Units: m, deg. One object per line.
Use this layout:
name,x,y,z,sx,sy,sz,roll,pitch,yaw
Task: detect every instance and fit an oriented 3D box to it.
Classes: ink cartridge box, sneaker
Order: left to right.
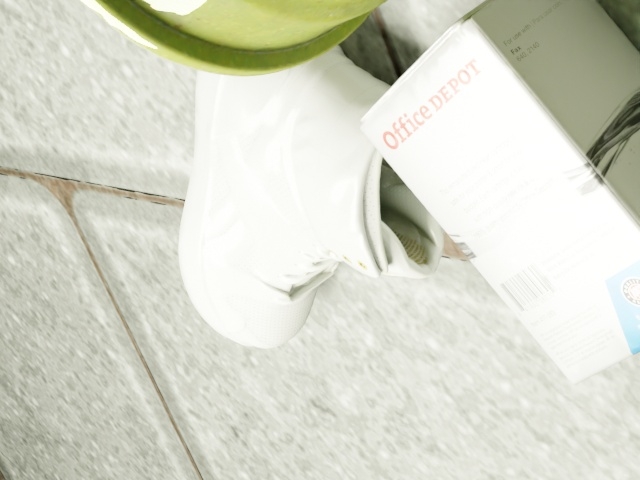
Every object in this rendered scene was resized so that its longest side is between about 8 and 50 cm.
sneaker,0.000,0.000,1.076,0.169,0.108,0.292,37,146,29
ink cartridge box,0.130,-0.033,0.886,0.190,0.082,0.139,52,150,2

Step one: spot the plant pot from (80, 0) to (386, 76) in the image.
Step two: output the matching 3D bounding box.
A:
plant pot,0.038,-0.221,0.663,0.254,0.276,0.276,-7,117,44
